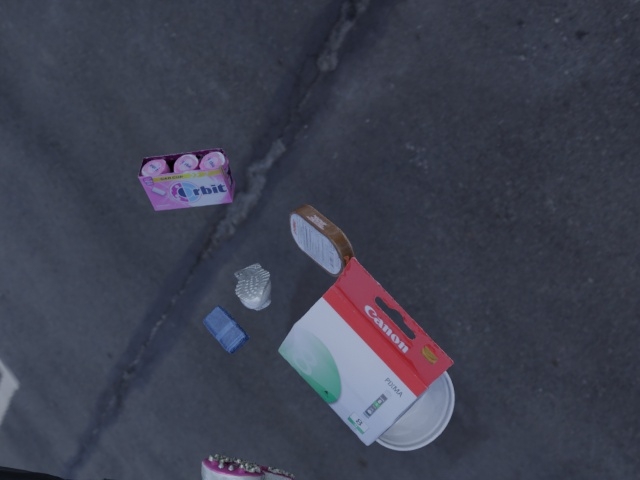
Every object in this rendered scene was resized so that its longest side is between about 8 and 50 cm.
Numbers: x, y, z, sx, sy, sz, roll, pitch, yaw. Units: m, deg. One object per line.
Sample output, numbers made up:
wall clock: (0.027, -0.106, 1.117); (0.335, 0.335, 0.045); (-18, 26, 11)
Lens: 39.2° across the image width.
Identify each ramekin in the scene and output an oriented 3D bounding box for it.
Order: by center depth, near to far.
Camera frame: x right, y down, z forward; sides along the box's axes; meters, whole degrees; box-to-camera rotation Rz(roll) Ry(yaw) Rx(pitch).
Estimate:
ramekin: (0.167, 0.326, 1.888); (0.207, 0.207, 0.109); (63, 171, -13)

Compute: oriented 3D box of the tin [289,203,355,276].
tin: (0.000, 0.000, 1.805); (0.190, 0.040, 0.106); (39, 141, 40)

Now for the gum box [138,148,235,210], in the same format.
gum box: (-0.277, -0.129, 1.913); (0.189, 0.062, 0.107); (-6, 139, 10)

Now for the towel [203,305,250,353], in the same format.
towel: (-0.236, 0.223, 2.235); (0.119, 0.067, 0.029); (45, 175, 24)

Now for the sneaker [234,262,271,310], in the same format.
sneaker: (-0.149, 0.126, 2.141); (0.235, 0.090, 0.094); (-110, 0, -75)

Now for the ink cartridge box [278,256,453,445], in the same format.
ink cartridge box: (0.050, 0.148, 1.142); (0.181, 0.056, 0.224); (46, 148, 11)

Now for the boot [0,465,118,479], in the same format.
boot: (-0.677, 0.680, 1.949); (0.146, 0.445, 0.366); (-16, 63, 52)

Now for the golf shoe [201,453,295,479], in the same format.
golf shoe: (-0.128, 0.432, 1.479); (0.115, 0.140, 0.306); (8, 167, 20)
